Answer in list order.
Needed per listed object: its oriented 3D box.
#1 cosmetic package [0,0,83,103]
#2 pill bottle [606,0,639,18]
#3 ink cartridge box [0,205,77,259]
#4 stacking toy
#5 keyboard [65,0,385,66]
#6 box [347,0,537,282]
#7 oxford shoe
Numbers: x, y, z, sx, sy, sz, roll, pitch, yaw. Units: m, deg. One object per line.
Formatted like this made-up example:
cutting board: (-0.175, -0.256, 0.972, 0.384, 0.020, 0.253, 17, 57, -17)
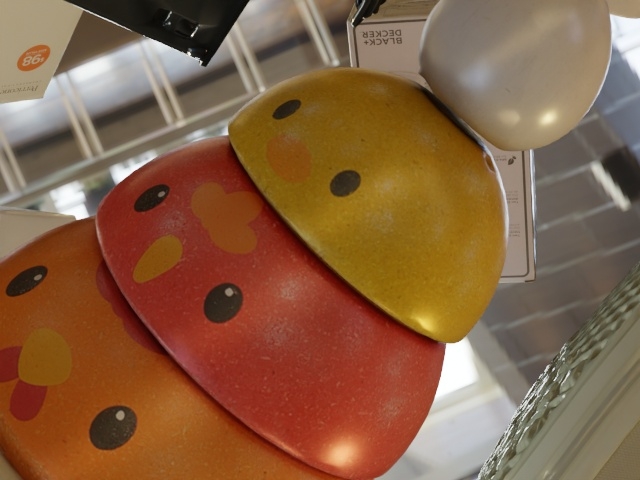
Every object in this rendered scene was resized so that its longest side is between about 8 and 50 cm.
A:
cosmetic package: (-0.441, -0.264, 1.416, 0.377, 0.097, 0.284, -16, 154, -44)
pill bottle: (0.216, -0.248, 0.853, 0.108, 0.108, 0.180, -27, 142, -58)
ink cartridge box: (-0.345, 0.043, 1.258, 0.219, 0.160, 0.093, 6, -179, 44)
stacking toy: (0.000, 0.000, 0.843, 0.480, 0.350, 0.350, -49, 177, 12)
keyboard: (-0.022, -0.180, 0.611, 0.317, 0.202, 0.033, -44, -153, 57)
box: (0.125, -0.100, 1.253, 0.169, 0.290, 0.087, -3, -152, 11)
oxford shoe: (0.102, 0.189, 0.601, 0.449, 0.130, 0.169, -62, 168, 10)
